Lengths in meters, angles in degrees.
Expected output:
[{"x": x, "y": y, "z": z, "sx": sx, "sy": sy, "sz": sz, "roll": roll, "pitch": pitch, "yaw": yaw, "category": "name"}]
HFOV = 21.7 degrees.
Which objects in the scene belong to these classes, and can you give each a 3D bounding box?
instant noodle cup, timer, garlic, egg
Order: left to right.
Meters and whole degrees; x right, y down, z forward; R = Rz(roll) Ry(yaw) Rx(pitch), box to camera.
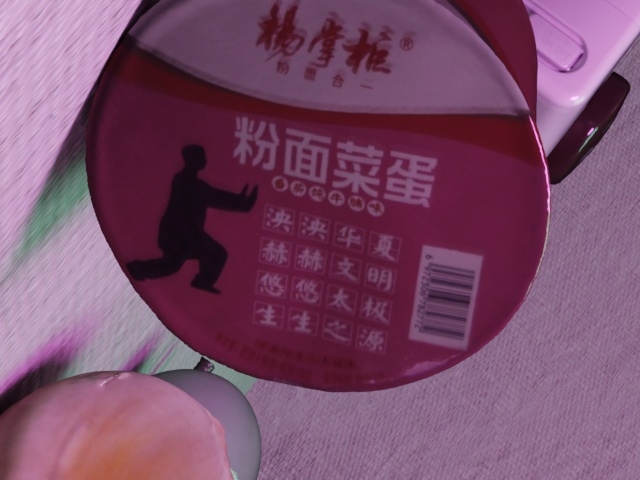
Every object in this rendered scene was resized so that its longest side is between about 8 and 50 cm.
[{"x": -0.185, "y": 0.237, "z": 1.167, "sx": 0.313, "sy": 0.249, "sz": 0.286, "roll": -83, "pitch": -172, "yaw": -59, "category": "garlic"}, {"x": -0.155, "y": 0.227, "z": 1.598, "sx": 0.231, "sy": 0.168, "sz": 0.168, "roll": -51, "pitch": 176, "yaw": 9, "category": "egg"}, {"x": 0.014, "y": -0.063, "z": 0.879, "sx": 0.235, "sy": 0.235, "sz": 0.178, "roll": -55, "pitch": -175, "yaw": 31, "category": "instant noodle cup"}, {"x": 0.161, "y": -0.193, "z": 1.381, "sx": 0.194, "sy": 0.192, "sz": 0.195, "roll": -51, "pitch": 175, "yaw": -17, "category": "timer"}]

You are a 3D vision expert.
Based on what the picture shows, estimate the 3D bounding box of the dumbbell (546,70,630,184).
[{"x": 0.207, "y": -0.173, "z": 1.776, "sx": 0.140, "sy": 0.225, "sz": 0.124, "roll": -48, "pitch": 172, "yaw": -29, "category": "dumbbell"}]

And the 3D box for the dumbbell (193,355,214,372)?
[{"x": -0.195, "y": 0.228, "z": 1.757, "sx": 0.254, "sy": 0.081, "sz": 0.081, "roll": -52, "pitch": 175, "yaw": -6, "category": "dumbbell"}]
